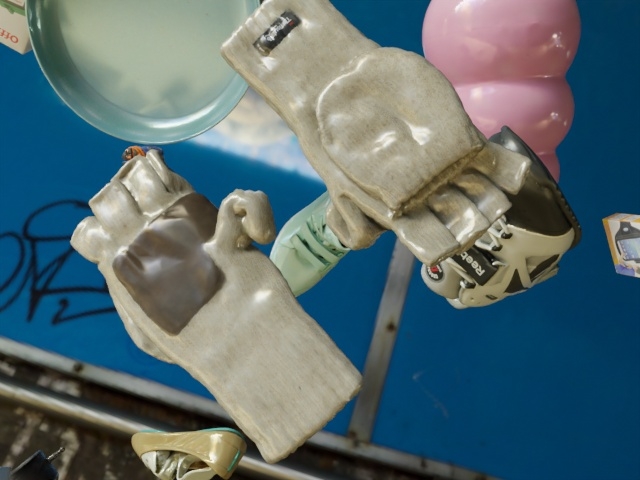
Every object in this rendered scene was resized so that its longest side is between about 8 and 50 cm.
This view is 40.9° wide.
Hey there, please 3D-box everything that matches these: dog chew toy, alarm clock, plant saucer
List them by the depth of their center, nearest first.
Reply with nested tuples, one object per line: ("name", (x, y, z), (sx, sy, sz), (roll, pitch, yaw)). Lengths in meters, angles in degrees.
("plant saucer", (-0.222, -0.282, 1.096), (0.317, 0.044, 0.318), (4, -68, 11))
("dog chew toy", (0.247, -0.193, 1.150), (0.206, 0.332, 0.206), (-6, 8, 1))
("alarm clock", (-0.442, 0.365, 1.202), (0.192, 0.129, 0.064), (-34, -88, 22))

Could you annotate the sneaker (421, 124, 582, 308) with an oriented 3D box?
("sneaker", (0.176, 0.005, 0.899), (0.146, 0.122, 0.330), (-31, -25, -2))

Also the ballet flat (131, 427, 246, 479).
("ballet flat", (-0.206, 0.312, 1.239), (0.232, 0.073, 0.080), (-15, -45, 41))

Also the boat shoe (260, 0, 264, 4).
("boat shoe", (-0.061, -0.357, 1.143), (0.079, 0.233, 0.084), (32, 10, -33))

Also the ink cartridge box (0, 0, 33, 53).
("ink cartridge box", (-0.517, -0.448, 1.436), (0.160, 0.092, 0.219), (28, -59, -6))

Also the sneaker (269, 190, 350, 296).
("sneaker", (0.000, -0.001, 1.208), (0.094, 0.151, 0.256), (37, -71, -7))

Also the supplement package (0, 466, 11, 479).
("supplement package", (-0.441, 0.350, 0.925), (0.145, 0.204, 0.262), (0, -13, -7))

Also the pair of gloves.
("pair of gloves", (-0.018, -0.017, 0.516), (0.204, 0.240, 0.042), (39, -2, 16))

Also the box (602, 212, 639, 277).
("box", (0.424, 0.010, 1.112), (0.136, 0.028, 0.081), (-161, -129, -74))

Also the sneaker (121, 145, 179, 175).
("sneaker", (-0.312, -0.097, 1.738), (0.083, 0.087, 0.221), (-16, -80, 44))
